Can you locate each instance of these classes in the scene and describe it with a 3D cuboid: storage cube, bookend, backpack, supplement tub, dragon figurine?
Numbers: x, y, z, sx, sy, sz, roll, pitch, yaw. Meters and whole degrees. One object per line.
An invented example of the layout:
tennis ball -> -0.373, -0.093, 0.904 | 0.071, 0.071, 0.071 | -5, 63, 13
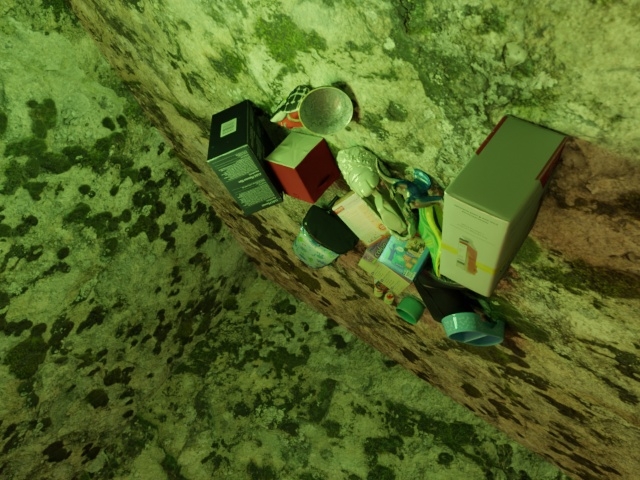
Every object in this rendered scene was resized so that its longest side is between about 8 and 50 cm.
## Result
storage cube -> -0.071, -0.292, 1.789 | 0.215, 0.183, 0.193 | 24, 155, 40
bookend -> 0.133, -0.121, 1.954 | 0.157, 0.072, 0.156 | 48, 159, -20
backpack -> 0.000, 0.000, 2.272 | 0.290, 0.273, 0.355 | 36, 174, -6
supplement tub -> 0.323, 0.193, 2.251 | 0.106, 0.106, 0.198 | 38, 162, 8
dragon figurine -> 0.307, -0.173, 1.475 | 0.289, 0.144, 0.085 | 54, 170, 25

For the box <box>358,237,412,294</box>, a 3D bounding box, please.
box -> 0.315, 0.111, 2.059 | 0.243, 0.117, 0.213 | 37, 161, 8

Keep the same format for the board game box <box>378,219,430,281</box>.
board game box -> 0.335, 0.025, 1.695 | 0.160, 0.210, 0.047 | 33, -167, 25

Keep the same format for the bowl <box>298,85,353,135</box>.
bowl -> 0.015, -0.428, 1.433 | 0.170, 0.080, 0.170 | -2, 136, -2

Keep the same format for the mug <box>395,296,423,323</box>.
mug -> 0.461, 0.352, 2.353 | 0.158, 0.097, 0.129 | 25, 157, 40

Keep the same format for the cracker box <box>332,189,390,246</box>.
cracker box -> 0.182, -0.099, 1.817 | 0.156, 0.067, 0.232 | -31, 111, 38

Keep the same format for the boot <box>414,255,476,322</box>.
boot -> 0.541, 0.222, 1.825 | 0.367, 0.146, 0.445 | 22, 153, 51

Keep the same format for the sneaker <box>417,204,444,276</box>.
sneaker -> 0.413, -0.012, 1.581 | 0.123, 0.110, 0.295 | -138, 30, -65

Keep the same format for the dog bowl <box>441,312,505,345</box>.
dog bowl -> 0.637, 0.373, 1.865 | 0.297, 0.074, 0.166 | 19, 146, -28

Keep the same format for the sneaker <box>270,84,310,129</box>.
sneaker -> -0.076, -0.460, 1.597 | 0.118, 0.107, 0.279 | 28, 171, -24

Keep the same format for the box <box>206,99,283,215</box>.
box -> -0.303, -0.341, 1.864 | 0.343, 0.179, 0.312 | -98, -17, -44

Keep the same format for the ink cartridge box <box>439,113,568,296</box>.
ink cartridge box -> 0.445, -0.070, 1.146 | 0.160, 0.279, 0.384 | 30, 160, 26

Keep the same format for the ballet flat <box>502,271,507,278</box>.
ballet flat -> 0.544, 0.037, 1.535 | 0.250, 0.084, 0.058 | 42, -163, -14

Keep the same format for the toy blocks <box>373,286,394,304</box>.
toy blocks -> 0.352, 0.283, 2.477 | 0.123, 0.054, 0.148 | 35, 160, 19

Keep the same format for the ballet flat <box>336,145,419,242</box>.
ballet flat -> 0.206, -0.158, 1.574 | 0.409, 0.147, 0.147 | 48, 160, -11
